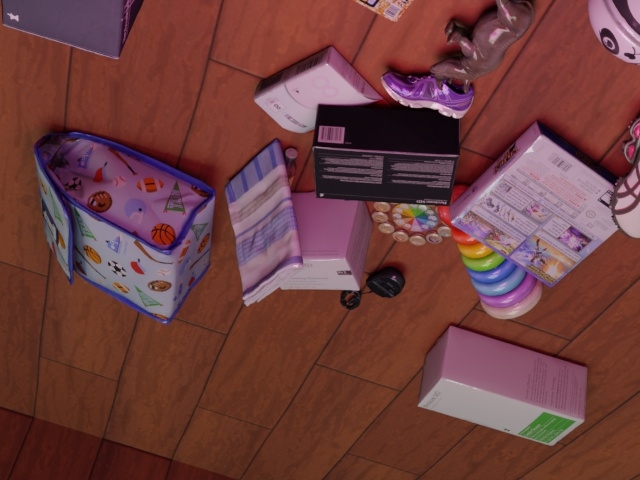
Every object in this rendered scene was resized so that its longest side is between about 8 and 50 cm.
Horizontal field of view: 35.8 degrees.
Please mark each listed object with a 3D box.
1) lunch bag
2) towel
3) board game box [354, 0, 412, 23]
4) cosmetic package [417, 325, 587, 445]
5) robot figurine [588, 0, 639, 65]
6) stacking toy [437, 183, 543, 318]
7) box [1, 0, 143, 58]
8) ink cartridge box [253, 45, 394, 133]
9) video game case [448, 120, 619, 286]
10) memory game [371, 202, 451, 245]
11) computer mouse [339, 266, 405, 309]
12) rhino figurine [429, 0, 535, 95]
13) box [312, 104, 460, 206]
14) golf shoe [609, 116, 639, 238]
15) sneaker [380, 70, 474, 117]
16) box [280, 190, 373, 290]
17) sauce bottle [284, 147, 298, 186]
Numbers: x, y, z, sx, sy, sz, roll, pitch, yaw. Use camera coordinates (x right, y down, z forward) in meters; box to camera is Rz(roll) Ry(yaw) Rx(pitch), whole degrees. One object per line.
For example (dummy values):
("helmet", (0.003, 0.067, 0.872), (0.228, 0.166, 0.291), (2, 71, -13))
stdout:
("lunch bag", (-0.446, -0.035, 2.144), (0.385, 0.239, 0.328), (28, 147, 7))
("towel", (-0.117, -0.033, 1.990), (0.034, 0.285, 0.209), (5, 153, -35))
("board game box", (0.073, -0.440, 1.546), (0.193, 0.045, 0.147), (25, 144, -15))
("cosmetic package", (0.445, 0.359, 2.439), (0.365, 0.155, 0.197), (16, 148, -4))
("robot figurine", (0.503, -0.364, 1.386), (0.278, 0.173, 0.209), (-41, 74, 50))
("stacking toy", (0.337, 0.009, 2.030), (0.141, 0.141, 0.330), (-11, 131, 31))
("box", (-0.307, -0.493, 1.373), (0.178, 0.313, 0.343), (17, 146, -4))
("ink cartridge box", (0.021, -0.239, 1.840), (0.189, 0.066, 0.232), (-20, 129, 39))
("video game case", (0.422, -0.063, 1.872), (0.269, 0.061, 0.244), (31, 120, -22))
("memory game", (0.197, -0.046, 2.082), (0.186, 0.012, 0.186), (9, 145, 6))
("computer mouse", (0.120, 0.111, 2.316), (0.071, 0.041, 0.242), (38, 146, -17))
("rhino figurine", (0.256, -0.320, 1.618), (0.106, 0.073, 0.243), (23, 140, -13))
("box", (0.120, -0.155, 1.840), (0.261, 0.103, 0.184), (4, 150, 3))
("golf shoe", (0.583, -0.093, 1.731), (0.105, 0.120, 0.273), (-25, 135, -17))
("sneaker", (0.189, -0.273, 1.741), (0.169, 0.068, 0.071), (12, 131, -12))
("box", (0.000, 0.000, 2.067), (0.180, 0.182, 0.119), (-1, 143, 20))
("sauce bottle", (-0.071, -0.141, 2.021), (0.042, 0.042, 0.128), (17, 143, -4))
